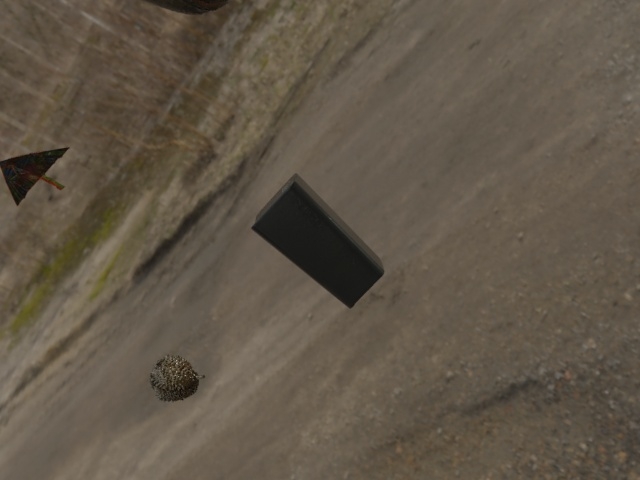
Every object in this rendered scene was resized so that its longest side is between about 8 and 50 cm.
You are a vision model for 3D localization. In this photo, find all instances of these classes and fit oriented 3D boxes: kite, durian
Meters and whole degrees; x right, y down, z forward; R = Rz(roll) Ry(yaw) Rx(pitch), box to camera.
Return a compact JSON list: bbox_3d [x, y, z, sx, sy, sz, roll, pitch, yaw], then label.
[{"bbox_3d":[-0.583,-0.134,1.718,0.190,0.159,0.010,-41,55,23],"label":"kite"},{"bbox_3d":[-0.233,0.222,1.369,0.080,0.091,0.080,-9,-90,-90],"label":"durian"}]

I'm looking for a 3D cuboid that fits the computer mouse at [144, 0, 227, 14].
[{"bbox_3d":[-0.279,-0.461,1.312,0.183,0.323,0.116,-89,22,-48],"label":"computer mouse"}]

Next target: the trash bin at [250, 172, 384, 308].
[{"bbox_3d":[0.000,0.000,1.512,0.115,0.225,0.165,-48,7,6],"label":"trash bin"}]
